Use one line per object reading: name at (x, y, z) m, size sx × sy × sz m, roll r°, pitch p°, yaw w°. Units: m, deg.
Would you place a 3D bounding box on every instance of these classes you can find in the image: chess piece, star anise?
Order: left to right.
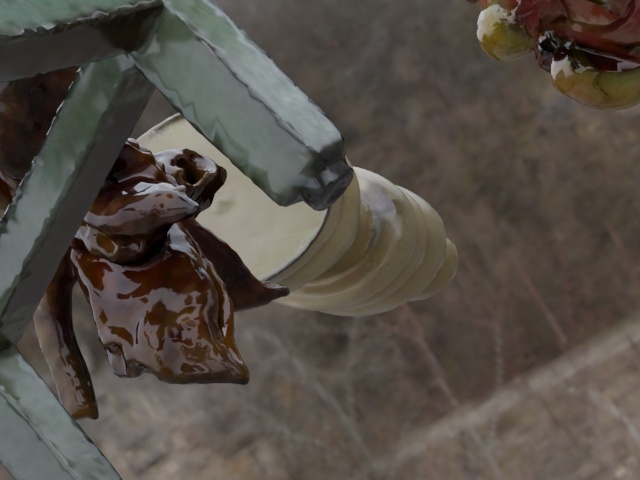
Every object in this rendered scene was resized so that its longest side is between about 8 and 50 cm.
star anise at (-0.103, -0.020, 0.747) m, size 0.111 × 0.196 × 0.212 m, roll -30°, pitch 28°, yaw 8°
chess piece at (0.000, 0.000, 1.074) m, size 0.139 × 0.124 × 0.307 m, roll -43°, pitch -23°, yaw 13°

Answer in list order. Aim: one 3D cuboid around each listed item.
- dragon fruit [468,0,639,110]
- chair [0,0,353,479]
dragon fruit at (0.188, -0.201, 0.911) m, size 0.291 × 0.269 × 0.250 m, roll -34°, pitch -23°, yaw -19°
chair at (-0.147, -0.045, 0.358) m, size 0.147 × 0.270 × 0.136 m, roll -24°, pitch -28°, yaw -52°
